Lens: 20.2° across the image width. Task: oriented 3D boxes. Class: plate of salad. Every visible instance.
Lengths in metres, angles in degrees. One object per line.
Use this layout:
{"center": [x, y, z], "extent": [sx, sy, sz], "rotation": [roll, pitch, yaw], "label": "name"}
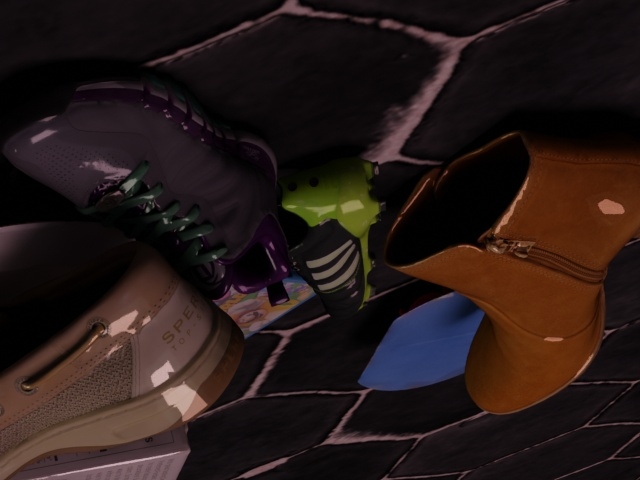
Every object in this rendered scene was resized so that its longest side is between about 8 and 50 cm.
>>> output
{"center": [-0.187, 0.021, 1.041], "extent": [0.200, 0.048, 0.200], "rotation": [-12, 162, -4], "label": "plate of salad"}

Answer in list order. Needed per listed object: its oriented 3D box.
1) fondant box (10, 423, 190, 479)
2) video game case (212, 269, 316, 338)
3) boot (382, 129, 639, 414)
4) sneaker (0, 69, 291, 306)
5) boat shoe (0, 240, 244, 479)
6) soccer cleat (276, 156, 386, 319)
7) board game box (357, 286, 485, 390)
{"center": [-0.275, 0.173, 1.272], "extent": [0.330, 0.096, 0.238], "rotation": [-8, 158, -17], "label": "fondant box"}
{"center": [-0.087, 0.046, 1.253], "extent": [0.119, 0.015, 0.166], "rotation": [-33, 156, 33], "label": "video game case"}
{"center": [0.122, 0.022, 1.261], "extent": [0.211, 0.104, 0.295], "rotation": [4, 140, -36], "label": "boot"}
{"center": [-0.080, -0.022, 0.958], "extent": [0.083, 0.098, 0.224], "rotation": [-29, 158, 25], "label": "sneaker"}
{"center": [-0.188, 0.076, 0.995], "extent": [0.302, 0.109, 0.098], "rotation": [-19, 125, 29], "label": "boat shoe"}
{"center": [0.000, 0.000, 1.162], "extent": [0.072, 0.060, 0.179], "rotation": [-7, 152, -5], "label": "soccer cleat"}
{"center": [0.098, 0.065, 1.448], "extent": [0.133, 0.033, 0.168], "rotation": [-9, 151, -23], "label": "board game box"}
